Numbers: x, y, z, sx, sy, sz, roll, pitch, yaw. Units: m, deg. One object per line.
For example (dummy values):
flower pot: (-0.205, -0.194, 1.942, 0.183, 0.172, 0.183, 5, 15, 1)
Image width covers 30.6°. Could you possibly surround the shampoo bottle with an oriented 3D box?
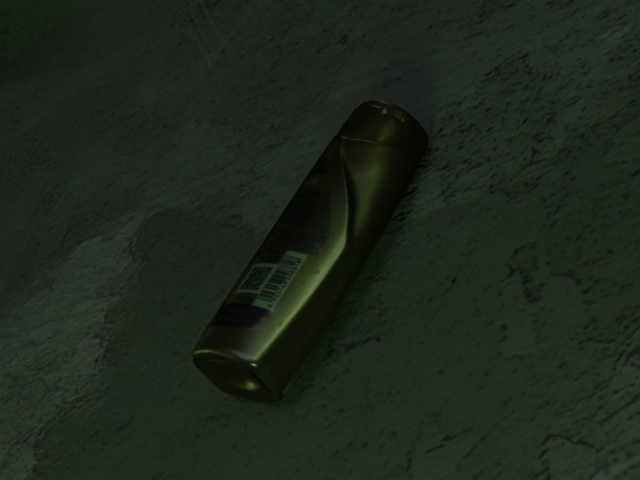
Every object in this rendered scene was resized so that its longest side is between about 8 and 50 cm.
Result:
shampoo bottle: (0.000, 0.000, 1.189, 0.126, 0.084, 0.350, -2, 48, 46)
